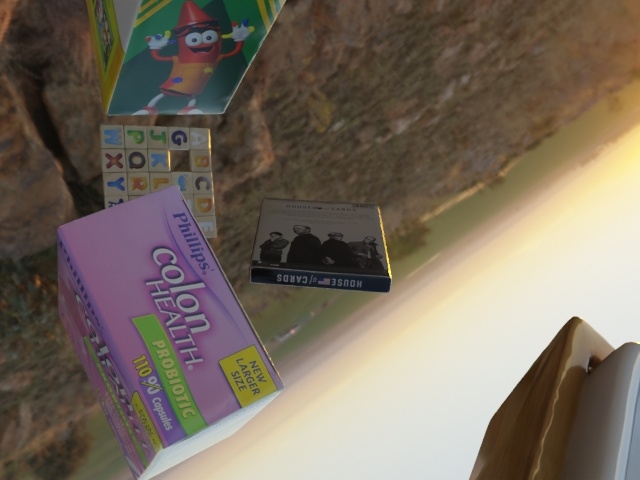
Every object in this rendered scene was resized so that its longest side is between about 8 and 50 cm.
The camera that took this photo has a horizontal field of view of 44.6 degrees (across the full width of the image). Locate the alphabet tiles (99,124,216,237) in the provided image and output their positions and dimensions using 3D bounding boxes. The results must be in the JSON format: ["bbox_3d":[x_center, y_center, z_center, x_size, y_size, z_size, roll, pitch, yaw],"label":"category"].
[{"bbox_3d":[-0.273,-0.078,1.338,0.198,0.237,0.009,-4,179,-34],"label":"alphabet tiles"}]

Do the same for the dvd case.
[{"bbox_3d":[0.000,0.000,1.082,0.238,0.180,0.029,-89,-176,-66],"label":"dvd case"}]

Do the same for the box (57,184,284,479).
[{"bbox_3d":[-0.162,0.104,0.769,0.117,0.213,0.243,-23,166,-27],"label":"box"}]

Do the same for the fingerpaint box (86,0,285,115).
[{"bbox_3d":[-0.165,-0.423,0.869,0.163,0.444,0.371,-5,159,-26],"label":"fingerpaint box"}]

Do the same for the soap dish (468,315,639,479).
[{"bbox_3d":[0.171,0.212,0.357,0.118,0.291,0.229,-36,-164,46],"label":"soap dish"}]
